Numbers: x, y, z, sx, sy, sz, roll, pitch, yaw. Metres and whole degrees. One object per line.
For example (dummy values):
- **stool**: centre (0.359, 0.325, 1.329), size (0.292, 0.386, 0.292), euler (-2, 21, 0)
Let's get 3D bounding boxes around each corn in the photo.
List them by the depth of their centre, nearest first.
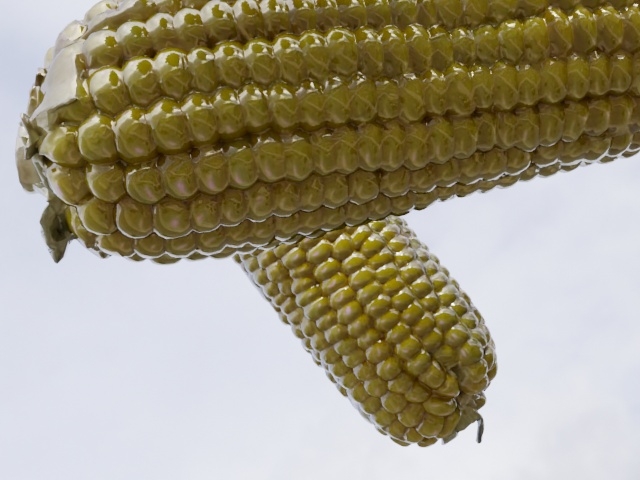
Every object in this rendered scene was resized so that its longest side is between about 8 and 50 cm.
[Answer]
- **corn**: centre (0.045, -0.084, 0.655), size (0.387, 0.144, 0.144), euler (-16, -40, -4)
- **corn**: centre (0.000, 0.000, 0.810), size (0.101, 0.310, 0.101), euler (-38, -3, -3)
